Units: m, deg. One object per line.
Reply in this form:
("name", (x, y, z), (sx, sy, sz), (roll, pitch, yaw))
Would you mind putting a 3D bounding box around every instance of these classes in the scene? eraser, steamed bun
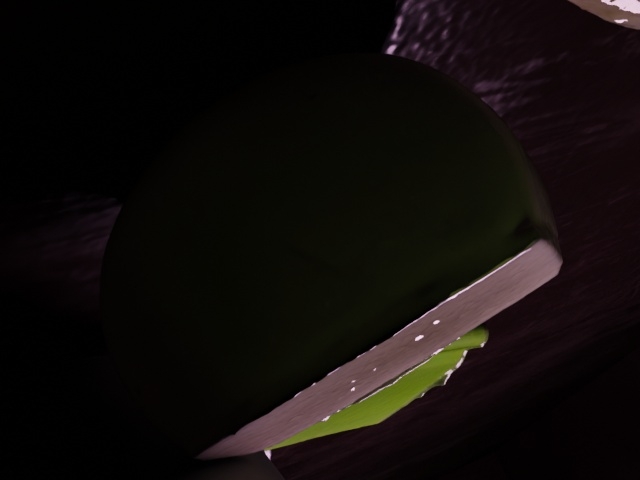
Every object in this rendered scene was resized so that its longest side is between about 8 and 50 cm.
("eraser", (0.027, 0.129, 0.943), (0.274, 0.092, 0.210), (0, 144, -49))
("steamed bun", (0.000, 0.000, 0.511), (0.242, 0.164, 0.146), (-34, 160, 10))

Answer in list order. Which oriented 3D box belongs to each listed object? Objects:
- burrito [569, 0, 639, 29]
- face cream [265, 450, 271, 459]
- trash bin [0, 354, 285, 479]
("burrito", (0.248, -0.176, 0.517), (0.175, 0.107, 0.348), (-27, 161, 36))
("face cream", (-0.187, 0.268, 1.016), (0.269, 0.073, 0.107), (-10, 144, -37))
("trash bin", (-0.121, 0.237, 0.572), (0.280, 0.280, 0.432), (-22, -170, -16))
